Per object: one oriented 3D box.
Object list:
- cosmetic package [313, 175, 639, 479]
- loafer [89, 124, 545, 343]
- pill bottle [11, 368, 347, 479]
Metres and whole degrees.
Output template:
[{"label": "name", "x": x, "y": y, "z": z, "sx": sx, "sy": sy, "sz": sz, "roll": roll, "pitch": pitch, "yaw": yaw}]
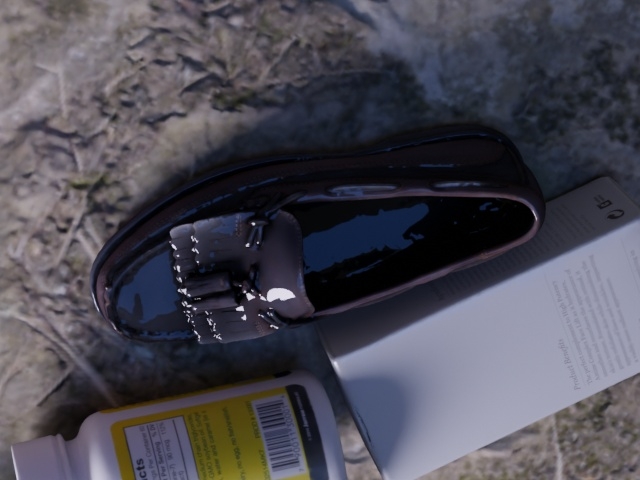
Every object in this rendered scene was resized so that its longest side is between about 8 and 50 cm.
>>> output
[{"label": "cosmetic package", "x": 0.122, "y": 0.062, "z": 1.318, "sx": 0.231, "sy": 0.085, "sz": 0.117, "roll": -23, "pitch": 116, "yaw": -3}, {"label": "loafer", "x": 0.000, "y": 0.000, "z": 1.252, "sx": 0.303, "sy": 0.095, "sz": 0.109, "roll": -17, "pitch": 115, "yaw": -8}, {"label": "pill bottle", "x": -0.094, "y": 0.161, "z": 1.281, "sx": 0.209, "sy": 0.119, "sz": 0.119, "roll": -11, "pitch": 114, "yaw": -10}]
